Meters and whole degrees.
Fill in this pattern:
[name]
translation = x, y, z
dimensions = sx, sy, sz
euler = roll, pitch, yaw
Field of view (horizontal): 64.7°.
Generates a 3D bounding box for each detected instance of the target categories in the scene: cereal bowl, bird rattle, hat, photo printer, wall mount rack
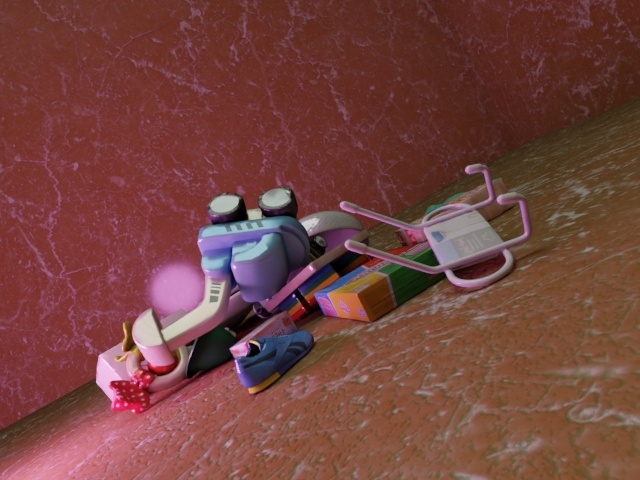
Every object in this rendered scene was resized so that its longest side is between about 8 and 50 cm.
[cereal bowl]
translation = 0.000, 0.000, 1.863
dimensions = 0.339, 0.141, 0.339
euler = -13, -32, -8
[bird rattle]
translation = -0.447, 0.326, 1.327
dimensions = 0.207, 0.143, 0.253
euler = -7, 34, -18
[hat]
translation = -0.233, 0.302, 1.351
dimensions = 0.173, 0.183, 0.208
euler = -48, -23, -78
[photo printer]
translation = -0.340, 0.249, 1.782
dimensions = 0.256, 0.107, 0.307
euler = -31, -14, -44
[wall mount rack]
translation = 0.203, -0.032, 0.944
dimensions = 0.304, 0.130, 0.350
euler = -19, 21, 8

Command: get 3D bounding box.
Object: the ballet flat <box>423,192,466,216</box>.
[ballet flat]
translation = 0.429, -0.090, 1.700
dimensions = 0.087, 0.083, 0.247
euler = -55, 12, -20

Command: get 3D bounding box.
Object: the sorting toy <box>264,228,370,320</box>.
[sorting toy]
translation = 0.011, 0.109, 1.395
dimensions = 0.257, 0.089, 0.255
euler = -30, -10, -46

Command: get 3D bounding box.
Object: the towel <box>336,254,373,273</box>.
[towel]
translation = 0.061, 0.126, 1.685
dimensions = 0.199, 0.031, 0.275
euler = -28, 2, 23

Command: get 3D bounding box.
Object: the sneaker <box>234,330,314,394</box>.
[sneaker]
translation = -0.084, 0.207, 0.968
dimensions = 0.069, 0.082, 0.209
euler = -29, 0, 34

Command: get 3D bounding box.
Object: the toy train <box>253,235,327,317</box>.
[toy train]
translation = -0.103, 0.122, 1.658
dimensions = 0.334, 0.142, 0.190
euler = -50, -7, 30

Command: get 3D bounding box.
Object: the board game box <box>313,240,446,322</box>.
[board game box]
translation = 0.138, 0.089, 1.129
dimensions = 0.242, 0.064, 0.316
euler = -29, 2, -17

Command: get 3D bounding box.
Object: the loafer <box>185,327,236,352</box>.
[loafer]
translation = -0.350, 0.318, 1.515
dimensions = 0.102, 0.092, 0.268
euler = -27, 2, 27

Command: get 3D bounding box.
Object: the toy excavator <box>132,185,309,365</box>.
[toy excavator]
translation = -0.238, 0.092, 1.318
dimensions = 0.433, 0.222, 0.445
euler = -8, 42, 2

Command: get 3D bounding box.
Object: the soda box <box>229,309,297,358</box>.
[soda box]
translation = -0.132, 0.234, 1.204
dimensions = 0.063, 0.058, 0.183
euler = -27, 2, 32

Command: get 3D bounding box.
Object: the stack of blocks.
[stack of blocks]
translation = 0.371, -0.060, 1.374
dimensions = 0.297, 0.087, 0.171
euler = -29, 2, -11

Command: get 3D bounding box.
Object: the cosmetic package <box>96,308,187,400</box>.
[cosmetic package]
translation = -0.512, 0.357, 1.543
dimensions = 0.296, 0.129, 0.153
euler = -31, -25, -45
